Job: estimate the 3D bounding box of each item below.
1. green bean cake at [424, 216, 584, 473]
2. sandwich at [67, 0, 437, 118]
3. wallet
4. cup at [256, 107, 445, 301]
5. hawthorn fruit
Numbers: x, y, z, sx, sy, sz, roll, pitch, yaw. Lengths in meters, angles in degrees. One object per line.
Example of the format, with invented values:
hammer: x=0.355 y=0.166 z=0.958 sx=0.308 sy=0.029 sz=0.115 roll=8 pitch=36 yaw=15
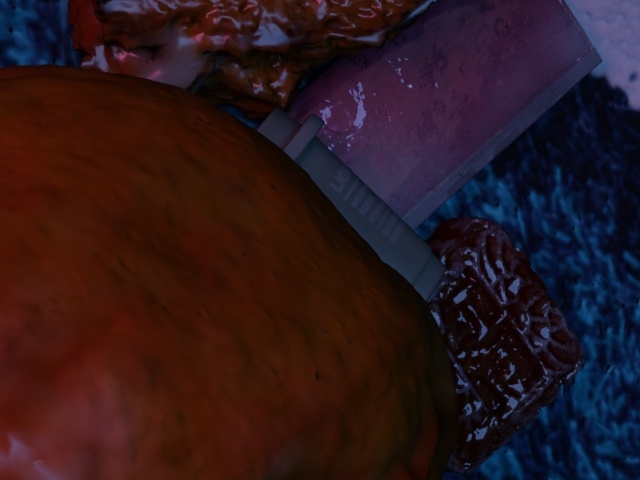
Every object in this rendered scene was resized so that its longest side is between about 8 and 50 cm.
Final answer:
green bean cake: x=0.095 y=0.068 z=1.103 sx=0.136 sy=0.056 sz=0.135 roll=-42 pitch=104 yaw=-20
sandwich: x=-0.057 y=-0.178 z=1.013 sx=0.292 sy=0.109 sz=0.212 roll=0 pitch=95 yaw=-23
wallet: x=0.077 y=-0.098 z=1.114 sx=0.232 sy=0.025 sz=0.119 roll=-41 pitch=106 yaw=-20
cup: x=0.000 y=0.000 z=1.012 sx=0.141 sy=0.120 sz=0.120 roll=36 pitch=74 yaw=-5
hawthorn fruit: x=-0.142 y=0.134 z=0.794 sx=0.472 sy=0.472 sz=0.471 roll=0 pitch=89 yaw=-25
